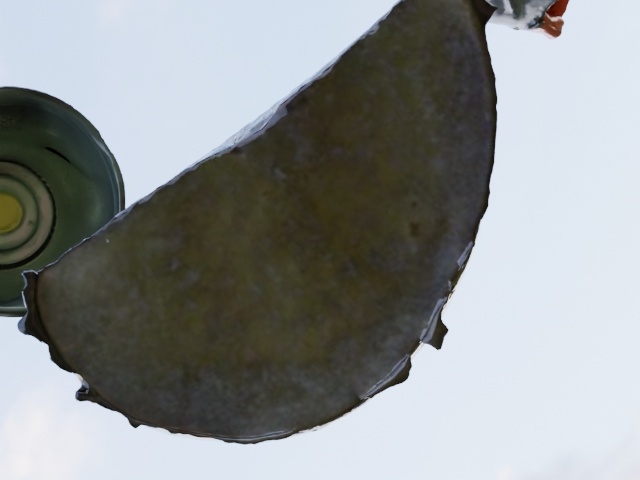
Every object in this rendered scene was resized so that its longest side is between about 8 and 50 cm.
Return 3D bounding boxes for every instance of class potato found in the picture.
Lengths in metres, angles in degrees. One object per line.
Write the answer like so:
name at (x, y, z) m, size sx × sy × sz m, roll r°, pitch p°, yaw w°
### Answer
potato at (0.000, 0.000, 0.771) m, size 0.243 × 0.138 × 0.098 m, roll -37°, pitch 0°, yaw 6°

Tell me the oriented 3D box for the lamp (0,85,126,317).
lamp at (-0.231, -0.010, 1.202) m, size 0.172 × 0.147 × 0.227 m, roll -47°, pitch 8°, yaw -15°

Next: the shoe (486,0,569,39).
shoe at (0.184, -0.217, 0.990) m, size 0.336 × 0.171 × 0.132 m, roll -44°, pitch 22°, yaw 48°
